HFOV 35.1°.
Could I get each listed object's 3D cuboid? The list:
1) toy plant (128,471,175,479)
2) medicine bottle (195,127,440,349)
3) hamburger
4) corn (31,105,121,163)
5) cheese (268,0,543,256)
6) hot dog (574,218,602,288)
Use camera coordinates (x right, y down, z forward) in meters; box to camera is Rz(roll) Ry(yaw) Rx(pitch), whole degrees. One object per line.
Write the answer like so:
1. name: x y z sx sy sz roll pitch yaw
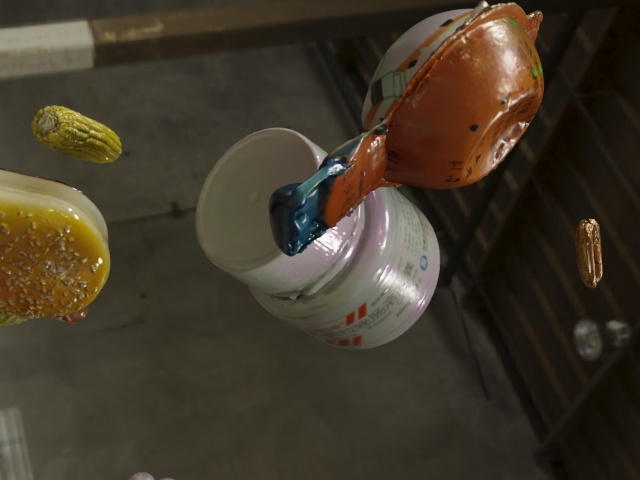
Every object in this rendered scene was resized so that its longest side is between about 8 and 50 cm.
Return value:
1. toy plant: -0.219 0.389 1.144 0.112 0.243 0.233 58 13 -69
2. medicine bottle: 0.000 0.000 1.455 0.325 0.256 0.256 35 23 -51
3. hamburger: -0.322 0.011 1.044 0.173 0.210 0.116 112 -12 -45
4. corn: -0.372 -0.159 1.560 0.203 0.072 0.072 19 56 -73
5. cheese: 0.088 -0.103 0.920 0.129 0.329 0.217 43 -20 21
6. hot dog: 0.487 0.025 1.841 0.038 0.062 0.144 11 -50 36
